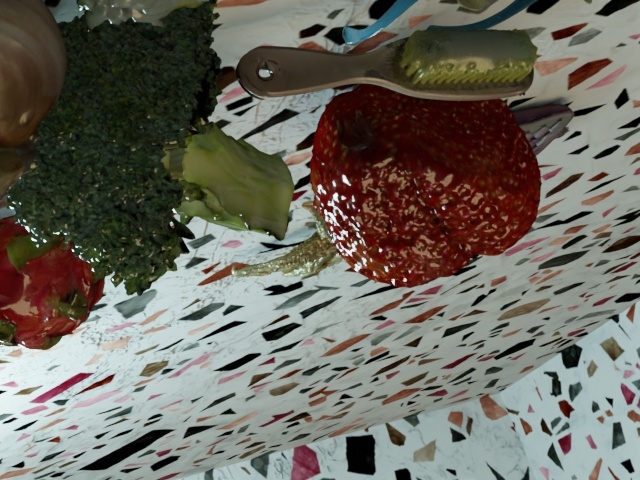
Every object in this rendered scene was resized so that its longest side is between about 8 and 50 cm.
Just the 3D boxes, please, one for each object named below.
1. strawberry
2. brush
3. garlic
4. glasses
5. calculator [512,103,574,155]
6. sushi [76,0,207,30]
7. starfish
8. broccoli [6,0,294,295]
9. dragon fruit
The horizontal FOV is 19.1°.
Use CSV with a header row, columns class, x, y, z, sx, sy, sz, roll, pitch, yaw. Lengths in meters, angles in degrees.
class,x,y,z,sx,sy,sz,roll,pitch,yaw
strawberry,0.096,-0.077,2.038,0.250,0.238,0.288,-33,153,21
brush,0.071,-0.174,1.812,0.313,0.072,0.067,-3,156,-21
garlic,-0.292,-0.142,1.432,0.160,0.214,0.191,-34,124,-19
glasses,0.128,-0.250,1.858,0.189,0.088,0.220,-9,180,-41
calculator,0.190,-0.107,2.420,0.294,0.043,0.194,-19,164,-24
sushi,-0.120,-0.255,1.220,0.139,0.184,0.274,-19,163,-15
starfish,0.001,0.005,2.519,0.231,0.048,0.295,-27,163,17
broccoli,-0.129,-0.097,1.694,0.221,0.252,0.361,-23,179,18
dragon fruit,-0.309,0.029,1.999,0.160,0.166,0.172,13,-166,25
